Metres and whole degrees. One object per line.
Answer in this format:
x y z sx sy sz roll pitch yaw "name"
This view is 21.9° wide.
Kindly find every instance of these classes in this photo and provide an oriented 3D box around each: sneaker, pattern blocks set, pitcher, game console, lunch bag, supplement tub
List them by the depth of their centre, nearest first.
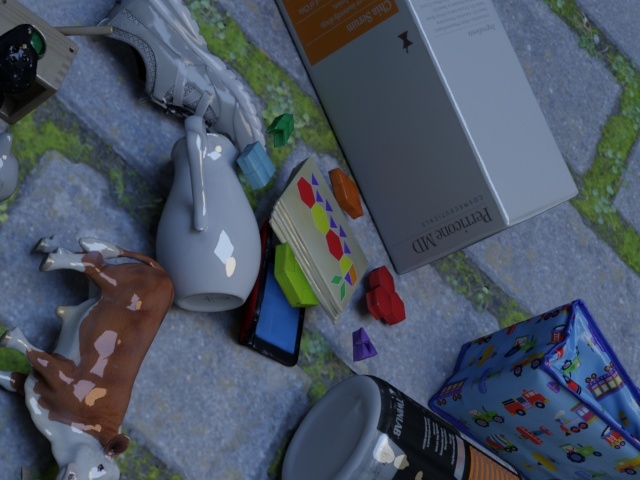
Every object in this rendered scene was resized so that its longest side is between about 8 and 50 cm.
-0.138 -0.032 1.957 0.126 0.178 0.207 -5 72 5 "pitcher"
0.125 0.317 2.015 0.316 0.194 0.193 36 53 -23 "supplement tub"
-0.049 0.065 2.050 0.085 0.124 0.144 12 62 -8 "game console"
-0.174 -0.194 2.065 0.115 0.105 0.281 -38 105 -8 "sneaker"
0.000 0.000 2.080 0.324 0.026 0.285 66 26 -9 "pattern blocks set"
0.331 0.251 2.194 0.293 0.221 0.138 49 49 -14 "lunch bag"

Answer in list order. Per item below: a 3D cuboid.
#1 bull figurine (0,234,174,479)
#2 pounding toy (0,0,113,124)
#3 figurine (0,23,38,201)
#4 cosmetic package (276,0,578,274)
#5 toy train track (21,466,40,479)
-0.268 0.132 1.825 0.188 0.101 0.310 35 52 -20 "bull figurine"
-0.337 -0.217 1.884 0.130 0.141 0.100 36 53 -24 "pounding toy"
-0.372 -0.107 1.762 0.092 0.209 0.214 20 61 -32 "figurine"
0.132 -0.210 2.216 0.161 0.230 0.453 -22 87 -42 "cosmetic package"
-0.302 0.270 1.800 0.083 0.014 0.048 8 68 -38 "toy train track"
